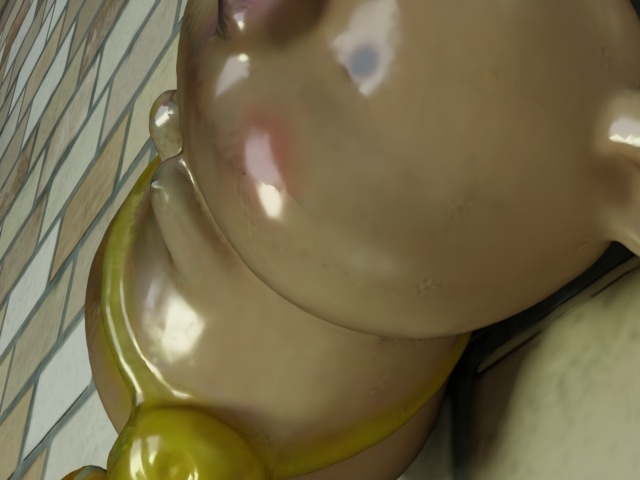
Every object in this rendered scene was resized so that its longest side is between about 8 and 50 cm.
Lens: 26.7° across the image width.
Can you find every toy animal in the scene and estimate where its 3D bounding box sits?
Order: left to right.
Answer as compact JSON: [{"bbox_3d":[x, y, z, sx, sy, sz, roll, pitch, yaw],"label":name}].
[{"bbox_3d":[0.002,0.003,0.424,0.248,0.149,0.165,-47,47,35],"label":"toy animal"}]

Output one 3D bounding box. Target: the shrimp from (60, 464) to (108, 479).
[{"bbox_3d":[-0.142,0.210,0.767,0.166,0.049,0.161,2,73,62],"label":"shrimp"}]
